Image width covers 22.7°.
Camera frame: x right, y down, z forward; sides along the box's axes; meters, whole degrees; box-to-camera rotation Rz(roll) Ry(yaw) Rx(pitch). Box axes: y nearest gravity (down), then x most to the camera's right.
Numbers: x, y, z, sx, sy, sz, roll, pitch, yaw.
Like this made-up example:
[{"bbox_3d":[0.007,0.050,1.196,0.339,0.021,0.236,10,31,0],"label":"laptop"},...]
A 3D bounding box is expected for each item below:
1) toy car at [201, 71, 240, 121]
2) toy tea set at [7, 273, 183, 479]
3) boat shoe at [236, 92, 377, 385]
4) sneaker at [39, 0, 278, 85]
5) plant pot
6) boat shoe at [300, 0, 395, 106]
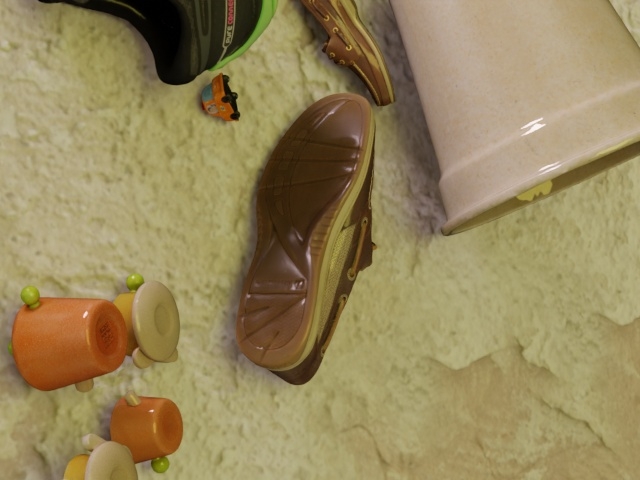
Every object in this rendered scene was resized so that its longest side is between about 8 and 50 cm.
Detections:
[{"bbox_3d":[-0.123,-0.193,1.803,0.040,0.060,0.122,-15,71,8],"label":"toy car"},{"bbox_3d":[-0.234,0.199,1.645,0.200,0.124,0.336,12,72,-62],"label":"toy tea set"},{"bbox_3d":[0.000,0.000,1.818,0.123,0.123,0.342,46,51,-55],"label":"boat shoe"},{"bbox_3d":[-0.249,-0.352,1.640,0.483,0.185,0.202,42,68,-16],"label":"sneaker"},{"bbox_3d":[0.237,-0.210,1.893,0.334,0.334,0.305,-20,84,-34],"label":"plant pot"},{"bbox_3d":[0.030,-0.234,1.890,0.060,0.064,0.178,-30,101,-2],"label":"boat shoe"}]
